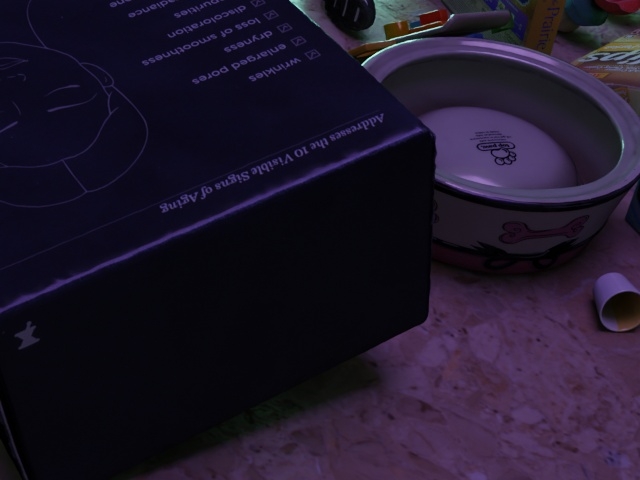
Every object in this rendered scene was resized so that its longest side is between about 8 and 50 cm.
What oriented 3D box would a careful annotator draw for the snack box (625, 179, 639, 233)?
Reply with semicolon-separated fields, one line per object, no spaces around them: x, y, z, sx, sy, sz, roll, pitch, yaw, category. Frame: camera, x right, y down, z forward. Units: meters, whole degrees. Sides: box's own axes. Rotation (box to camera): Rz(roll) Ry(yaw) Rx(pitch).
0.529;-0.011;1.654;0.060;0.187;0.322;-9;41;-24;snack box

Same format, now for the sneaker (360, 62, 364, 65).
0.038;-0.217;1.918;0.209;0.069;0.082;-12;73;-38;sneaker

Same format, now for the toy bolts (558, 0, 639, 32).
0.515;-0.394;2.232;0.228;0.158;0.218;-11;82;-40;toy bolts

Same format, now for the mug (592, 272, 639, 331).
0.376;0.078;1.623;0.062;0.078;0.064;-26;30;7;mug

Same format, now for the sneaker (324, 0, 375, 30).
0.054;-0.445;2.179;0.108;0.100;0.271;2;38;-19;sneaker

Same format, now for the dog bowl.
0.228;-0.114;1.749;0.408;0.150;0.408;7;37;-5;dog bowl

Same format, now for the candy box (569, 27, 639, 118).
0.514;-0.256;1.993;0.316;0.088;0.183;-27;28;-36;candy box

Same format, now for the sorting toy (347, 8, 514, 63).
0.166;-0.322;1.960;0.196;0.047;0.347;-14;2;39;sorting toy

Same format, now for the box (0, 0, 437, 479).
-0.202;-0.055;1.389;0.480;0.297;0.472;-24;47;-20;box

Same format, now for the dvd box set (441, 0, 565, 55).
0.314;-0.512;2.059;0.062;0.420;0.308;-8;40;-22;dvd box set
